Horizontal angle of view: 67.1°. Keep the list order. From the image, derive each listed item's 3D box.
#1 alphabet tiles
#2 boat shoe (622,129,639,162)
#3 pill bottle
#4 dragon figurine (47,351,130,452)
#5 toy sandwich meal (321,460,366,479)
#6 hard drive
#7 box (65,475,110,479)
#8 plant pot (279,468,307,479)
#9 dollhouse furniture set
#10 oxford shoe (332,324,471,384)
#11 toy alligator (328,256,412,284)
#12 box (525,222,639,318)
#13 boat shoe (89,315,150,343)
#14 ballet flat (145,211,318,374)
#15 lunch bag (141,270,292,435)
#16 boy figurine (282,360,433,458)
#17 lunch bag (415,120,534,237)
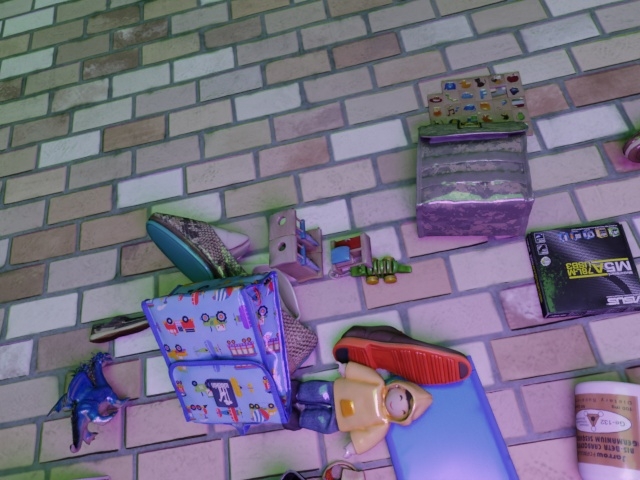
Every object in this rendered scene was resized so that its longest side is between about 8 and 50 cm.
[{"bbox_3d":[0.397,-0.335,1.221,0.238,0.009,0.198,-5,66,9],"label":"alphabet tiles"},{"bbox_3d":[0.777,-0.256,1.078,0.258,0.095,0.095,-22,50,-6],"label":"boat shoe"},{"bbox_3d":[0.510,0.365,0.821,0.131,0.131,0.229,4,68,12],"label":"pill bottle"},{"bbox_3d":[-0.491,0.331,0.988,0.144,0.289,0.085,40,100,-5],"label":"dragon figurine"},{"bbox_3d":[0.044,0.460,0.914,0.086,0.029,0.085,2,57,-3],"label":"toy sandwich meal"},{"bbox_3d":[0.240,0.401,0.906,0.210,0.040,0.318,-17,64,3],"label":"hard drive"},{"bbox_3d":[-0.450,0.578,0.853,0.127,0.231,0.262,-33,64,-4],"label":"box"},{"bbox_3d":[-0.022,0.532,0.828,0.188,0.167,0.188,32,75,22],"label":"plant pot"},{"bbox_3d":[0.000,0.000,1.053,0.184,0.129,0.128,-15,63,25],"label":"dollhouse furniture set"},{"bbox_3d":[0.163,0.211,0.955,0.272,0.096,0.098,5,33,26],"label":"oxford shoe"},{"bbox_3d":[0.107,0.065,1.073,0.190,0.051,0.056,-4,65,9],"label":"toy alligator"},{"bbox_3d":[0.543,0.062,0.998,0.191,0.045,0.184,-6,63,9],"label":"box"},{"bbox_3d":[-0.467,0.198,1.121,0.152,0.056,0.049,-16,70,3],"label":"boat shoe"},{"bbox_3d":[-0.186,0.089,1.081,0.182,0.164,0.483,-34,69,-29],"label":"ballet flat"},{"bbox_3d":[-0.177,0.224,0.916,0.221,0.138,0.293,-10,97,19],"label":"lunch bag"},{"bbox_3d":[0.068,0.320,0.915,0.285,0.092,0.177,-8,69,26],"label":"boy figurine"},{"bbox_3d":[0.334,-0.162,1.072,0.236,0.169,0.286,0,59,14],"label":"lunch bag"}]
